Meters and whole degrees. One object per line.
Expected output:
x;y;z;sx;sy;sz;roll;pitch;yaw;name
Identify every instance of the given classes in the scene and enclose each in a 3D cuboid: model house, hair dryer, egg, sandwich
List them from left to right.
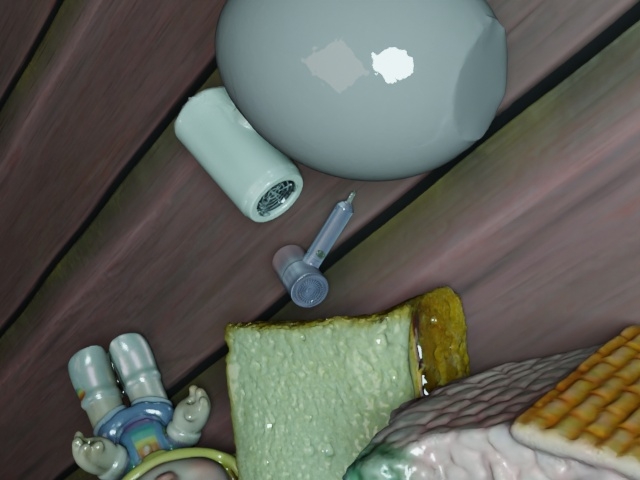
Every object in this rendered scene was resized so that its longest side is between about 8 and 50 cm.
-0.033;-0.143;0.754;0.131;0.073;0.236;48;117;24;hair dryer
0.000;0.000;0.756;0.114;0.037;0.063;-58;33;14;hair dryer
0.022;-0.138;0.614;0.231;0.176;0.176;25;113;36;egg
0.027;0.167;0.722;0.251;0.087;0.226;-14;79;45;sandwich
0.185;0.186;0.501;0.237;0.202;0.237;-27;79;43;model house

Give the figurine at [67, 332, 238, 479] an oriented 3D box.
-0.156;0.275;0.891;0.205;0.224;0.382;101;159;-47;figurine
